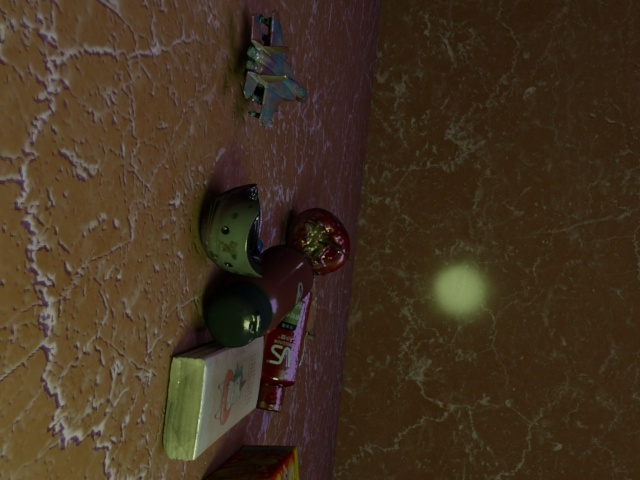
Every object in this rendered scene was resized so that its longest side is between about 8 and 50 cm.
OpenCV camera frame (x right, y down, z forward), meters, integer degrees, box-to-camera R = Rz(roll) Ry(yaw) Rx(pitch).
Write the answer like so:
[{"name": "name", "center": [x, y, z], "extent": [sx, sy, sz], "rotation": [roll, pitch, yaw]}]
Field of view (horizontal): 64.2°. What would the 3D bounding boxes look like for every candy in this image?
[{"name": "candy", "center": [-0.145, 0.529, 1.119], "extent": [0.276, 0.146, 0.088], "rotation": [29, 58, -76]}]

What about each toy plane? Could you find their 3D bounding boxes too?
[{"name": "toy plane", "center": [-0.090, -0.329, 1.050], "extent": [0.326, 0.104, 0.223], "rotation": [-12, 109, -82]}]

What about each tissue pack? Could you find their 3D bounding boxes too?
[{"name": "tissue pack", "center": [-0.187, 0.276, 0.970], "extent": [0.325, 0.071, 0.170], "rotation": [18, 77, -78]}]

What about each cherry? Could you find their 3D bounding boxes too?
[{"name": "cherry", "center": [0.000, 0.000, 1.468], "extent": [0.175, 0.192, 0.249], "rotation": [-57, 179, 17]}]

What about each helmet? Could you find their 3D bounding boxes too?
[{"name": "helmet", "center": [-0.155, -0.018, 0.898], "extent": [0.177, 0.107, 0.153], "rotation": [-104, -169, -65]}]

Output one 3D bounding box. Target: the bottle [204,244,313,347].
[{"name": "bottle", "center": [-0.119, 0.109, 1.038], "extent": [0.336, 0.144, 0.144], "rotation": [-41, 136, -73]}]

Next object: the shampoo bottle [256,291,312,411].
[{"name": "shampoo bottle", "center": [-0.102, 0.266, 1.288], "extent": [0.076, 0.118, 0.314], "rotation": [-33, -138, 60]}]

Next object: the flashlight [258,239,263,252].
[{"name": "flashlight", "center": [-0.148, 0.017, 1.084], "extent": [0.129, 0.051, 0.051], "rotation": [-7, 103, -82]}]

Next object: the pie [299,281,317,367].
[{"name": "pie", "center": [-0.071, 0.212, 1.517], "extent": [0.337, 0.075, 0.337], "rotation": [2, 90, -76]}]
